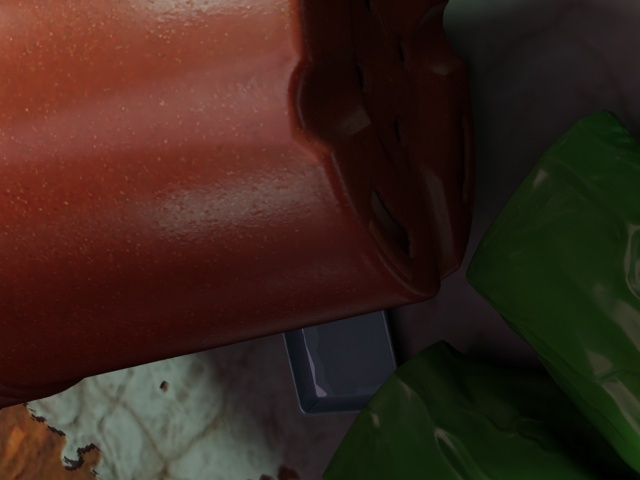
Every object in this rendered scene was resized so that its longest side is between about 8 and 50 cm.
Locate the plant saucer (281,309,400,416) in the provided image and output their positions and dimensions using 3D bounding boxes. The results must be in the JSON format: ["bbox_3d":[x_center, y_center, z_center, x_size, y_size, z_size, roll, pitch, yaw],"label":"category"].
[{"bbox_3d":[0.000,0.000,0.746,0.067,0.018,0.192,-8,99,31],"label":"plant saucer"}]

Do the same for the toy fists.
[{"bbox_3d":[0.120,0.079,0.658,0.142,0.096,0.279,46,123,22],"label":"toy fists"}]

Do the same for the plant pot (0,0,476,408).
[{"bbox_3d":[-0.085,-0.057,0.629,0.265,0.272,0.272,-9,99,23],"label":"plant pot"}]
